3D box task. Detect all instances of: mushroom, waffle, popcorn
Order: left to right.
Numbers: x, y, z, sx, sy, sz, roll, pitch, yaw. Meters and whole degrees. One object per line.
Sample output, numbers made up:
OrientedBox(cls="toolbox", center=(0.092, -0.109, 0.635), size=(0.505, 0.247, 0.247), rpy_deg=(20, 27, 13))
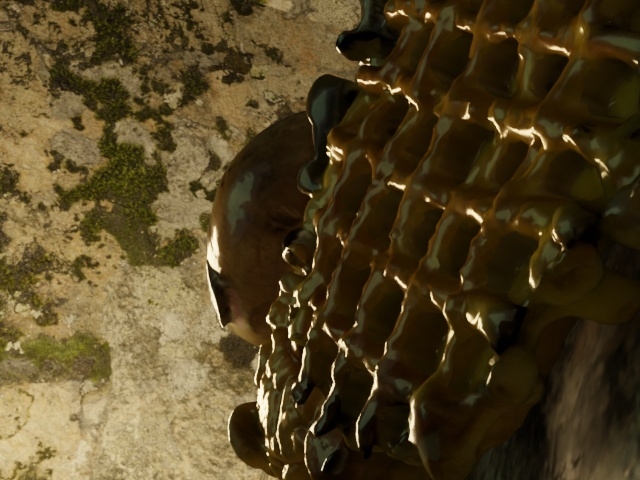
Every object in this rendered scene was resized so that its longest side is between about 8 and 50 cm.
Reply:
OrientedBox(cls="mushroom", center=(0.000, 0.000, 0.996), size=(0.255, 0.184, 0.255), rpy_deg=(-42, -27, -27))
OrientedBox(cls="popcorn", center=(0.028, 0.096, 0.689), size=(0.163, 0.140, 0.194), rpy_deg=(137, 142, -56))
OrientedBox(cls="waffle", center=(0.066, -0.046, 0.528), size=(0.329, 0.062, 0.329), rpy_deg=(-47, 33, 45))
